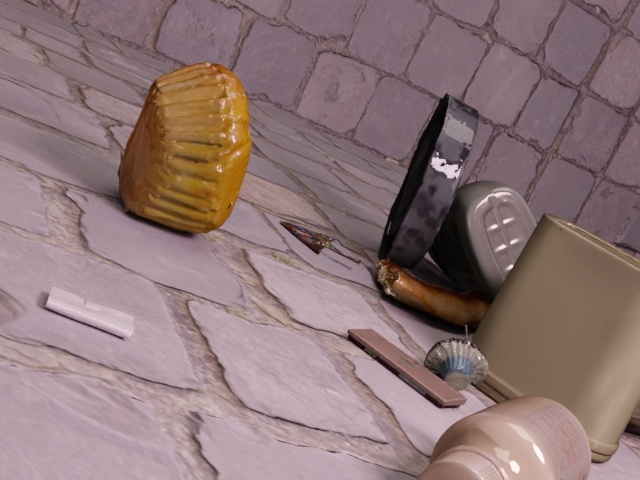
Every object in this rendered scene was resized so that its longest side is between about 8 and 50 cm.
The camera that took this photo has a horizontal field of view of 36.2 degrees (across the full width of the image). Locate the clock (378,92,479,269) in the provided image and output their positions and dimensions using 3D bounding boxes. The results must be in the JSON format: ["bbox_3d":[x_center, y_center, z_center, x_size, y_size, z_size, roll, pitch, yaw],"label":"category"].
[{"bbox_3d":[0.192,-0.102,1.761,0.067,0.325,0.325,22,11,-2],"label":"clock"}]

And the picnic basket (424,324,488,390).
[{"bbox_3d":[0.176,0.154,1.257,0.083,0.065,0.083,21,28,-4],"label":"picnic basket"}]

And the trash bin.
[{"bbox_3d":[0.329,0.122,1.275,0.243,0.248,0.121,36,16,36],"label":"trash bin"}]

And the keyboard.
[{"bbox_3d":[0.104,0.156,1.203,0.166,0.017,0.055,35,18,36],"label":"keyboard"}]

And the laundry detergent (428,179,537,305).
[{"bbox_3d":[0.283,0.016,1.824,0.264,0.124,0.398,65,-10,-8],"label":"laundry detergent"}]

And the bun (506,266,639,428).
[{"bbox_3d":[0.440,0.156,1.453,0.359,0.211,0.360,22,-5,2],"label":"bun"}]

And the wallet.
[{"bbox_3d":[-0.212,0.067,0.904,0.083,0.011,0.044,23,12,-15],"label":"wallet"}]

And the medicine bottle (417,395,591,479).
[{"bbox_3d":[0.157,0.203,0.855,0.114,0.114,0.252,32,12,25],"label":"medicine bottle"}]

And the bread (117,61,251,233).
[{"bbox_3d":[-0.179,-0.127,1.314,0.139,0.240,0.240,8,19,-25],"label":"bread"}]

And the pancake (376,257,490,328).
[{"bbox_3d":[0.193,0.090,1.591,0.212,0.056,0.257,26,11,-4],"label":"pancake"}]

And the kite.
[{"bbox_3d":[0.000,0.000,1.682,0.160,0.010,0.183,28,11,5],"label":"kite"}]
